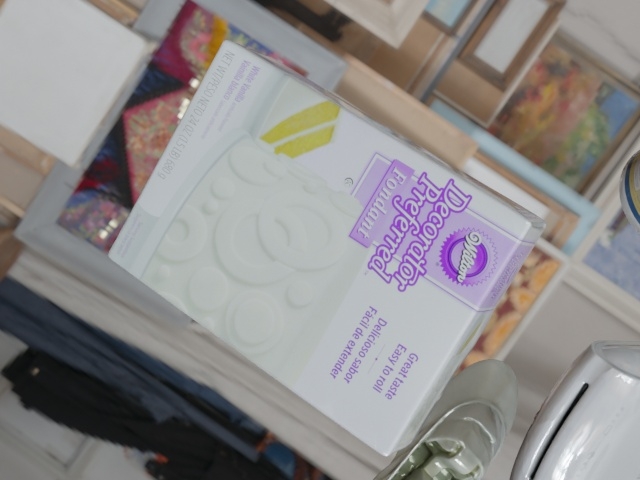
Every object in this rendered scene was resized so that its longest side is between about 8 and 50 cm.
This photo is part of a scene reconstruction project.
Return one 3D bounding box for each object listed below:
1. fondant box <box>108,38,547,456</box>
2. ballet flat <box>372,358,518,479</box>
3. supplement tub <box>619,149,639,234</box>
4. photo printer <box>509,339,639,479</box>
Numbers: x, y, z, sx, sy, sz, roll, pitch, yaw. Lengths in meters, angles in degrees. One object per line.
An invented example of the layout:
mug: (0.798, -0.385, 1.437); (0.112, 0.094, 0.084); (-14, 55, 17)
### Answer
fondant box: (0.000, 0.000, 0.919); (0.238, 0.330, 0.096); (-60, 163, 10)
ballet flat: (0.165, 0.344, 1.465); (0.400, 0.139, 0.139); (-45, 174, -7)
supplement tub: (0.480, -0.081, 1.232); (0.144, 0.144, 0.199); (-53, -176, -26)
photo printer: (0.382, 0.246, 1.265); (0.307, 0.107, 0.256); (7, 116, -40)
